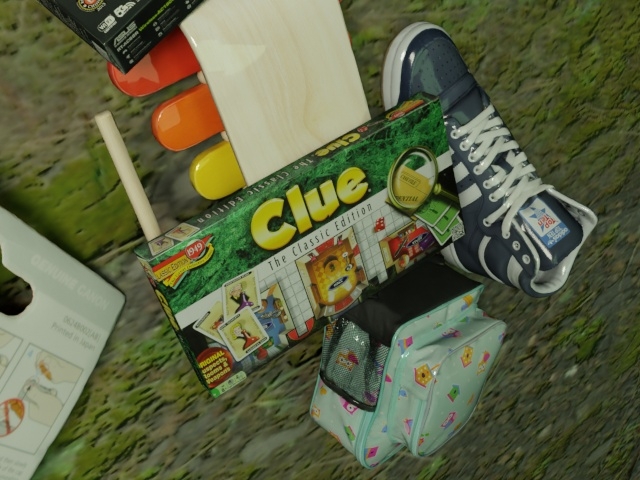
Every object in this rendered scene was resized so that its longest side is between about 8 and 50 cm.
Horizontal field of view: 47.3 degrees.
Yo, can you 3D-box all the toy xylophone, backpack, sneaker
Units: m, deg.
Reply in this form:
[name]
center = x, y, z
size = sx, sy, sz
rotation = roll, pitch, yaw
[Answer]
[toy xylophone]
center = -0.051, -0.069, 0.573
size = 0.236, 0.081, 0.322
rotation = -25, 122, -24
[backpack]
center = 0.078, 0.123, 0.699
size = 0.166, 0.144, 0.188
rotation = -22, 141, -47
[sneaker]
center = 0.159, -0.065, 0.673
size = 0.099, 0.153, 0.282
rotation = -37, 126, -17

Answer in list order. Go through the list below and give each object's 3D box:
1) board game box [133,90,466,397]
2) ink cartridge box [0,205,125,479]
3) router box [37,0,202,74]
[board game box]
center = 0.000, 0.000, 0.567
size = 0.260, 0.030, 0.136
rotation = -32, 122, -19
[ink cartridge box]
center = -0.318, 0.134, 0.436
size = 0.384, 0.091, 0.308
rotation = -64, 151, -17
[router box]
center = -0.119, -0.181, 0.470
size = 0.122, 0.092, 0.038
rotation = -47, 163, -9
